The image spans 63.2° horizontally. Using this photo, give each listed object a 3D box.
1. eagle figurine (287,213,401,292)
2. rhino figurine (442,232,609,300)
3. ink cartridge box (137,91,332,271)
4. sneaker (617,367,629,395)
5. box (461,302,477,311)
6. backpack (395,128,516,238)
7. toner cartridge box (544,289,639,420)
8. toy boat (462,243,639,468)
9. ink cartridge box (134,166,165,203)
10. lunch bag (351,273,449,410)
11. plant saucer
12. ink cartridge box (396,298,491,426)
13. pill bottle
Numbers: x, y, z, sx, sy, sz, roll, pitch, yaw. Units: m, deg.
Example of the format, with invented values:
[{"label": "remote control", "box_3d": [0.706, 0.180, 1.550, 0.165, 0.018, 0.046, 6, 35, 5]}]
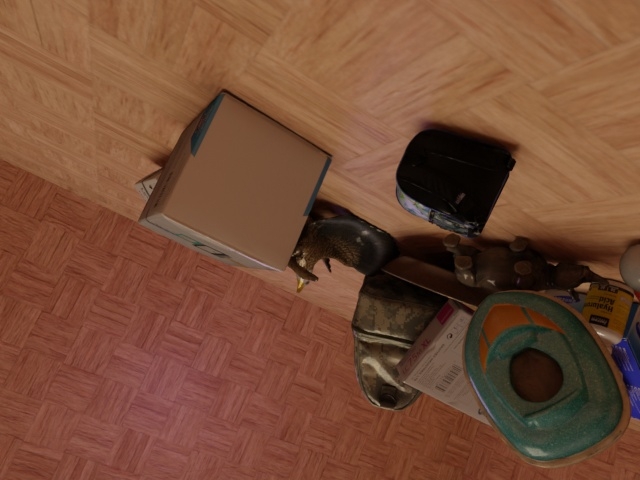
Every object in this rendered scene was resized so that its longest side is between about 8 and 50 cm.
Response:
[{"label": "eagle figurine", "box_3d": [-0.005, 0.008, 1.101, 0.298, 0.225, 0.226, -11, -118, -47]}, {"label": "rhino figurine", "box_3d": [0.321, 0.046, 0.827, 0.244, 0.073, 0.106, 7, 157, 30]}, {"label": "ink cartridge box", "box_3d": [-0.153, -0.079, 0.857, 0.197, 0.198, 0.270, 27, 168, -23]}, {"label": "sneaker", "box_3d": [0.509, 0.271, 0.962, 0.086, 0.085, 0.237, 51, 178, 44]}, {"label": "box", "box_3d": [0.379, 0.163, 1.354, 0.165, 0.021, 0.201, 10, 162, 47]}, {"label": "backpack", "box_3d": [0.145, -0.064, 0.594, 0.115, 0.104, 0.084, 25, 168, 14]}, {"label": "toner cartridge box", "box_3d": [0.554, 0.230, 1.004, 0.165, 0.075, 0.348, 8, 148, 48]}, {"label": "toy boat", "box_3d": [0.339, 0.129, 0.706, 0.148, 0.318, 0.267, 41, -164, -39]}, {"label": "ink cartridge box", "box_3d": [-0.345, -0.096, 1.247, 0.219, 0.093, 0.160, 1, 124, 58]}, {"label": "lunch bag", "box_3d": [0.176, 0.221, 1.207, 0.213, 0.255, 0.305, 13, -170, 6]}, {"label": "plant saucer", "box_3d": [0.275, 0.091, 1.039, 0.311, 0.050, 0.310, 20, -178, -1]}, {"label": "ink cartridge box", "box_3d": [0.329, 0.262, 1.047, 0.311, 0.185, 0.065, 31, -166, -17]}, {"label": "pill bottle", "box_3d": [0.449, 0.125, 0.826, 0.065, 0.116, 0.065, 21, 168, 5]}]
